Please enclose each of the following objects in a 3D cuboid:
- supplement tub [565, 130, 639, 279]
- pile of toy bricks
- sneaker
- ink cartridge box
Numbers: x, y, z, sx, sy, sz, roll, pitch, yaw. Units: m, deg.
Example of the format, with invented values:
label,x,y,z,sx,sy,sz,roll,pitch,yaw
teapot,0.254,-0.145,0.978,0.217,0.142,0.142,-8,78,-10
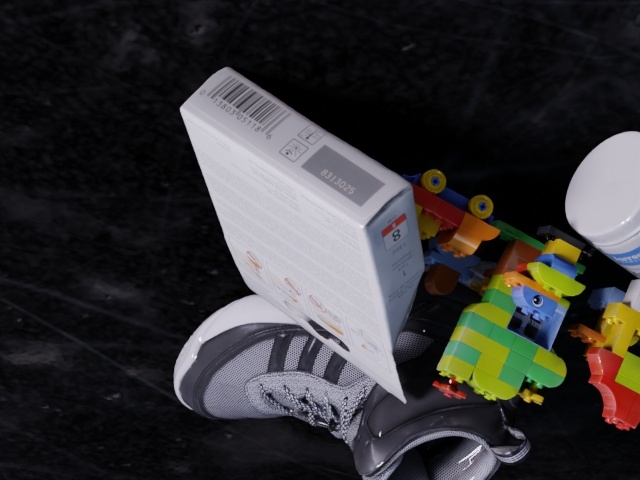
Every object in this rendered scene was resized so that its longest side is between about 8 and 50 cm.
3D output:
label,x,y,z,sx,sy,sz,roll,pitch,yaw
supplement tub,0.201,-0.008,0.879,0.107,0.071,0.071,31,136,-30
pile of toy bricks,0.105,0.048,0.886,0.212,0.105,0.118,28,169,-11
sneaker,0.015,0.108,0.984,0.268,0.153,0.101,-15,138,24
ink cartridge box,0.000,0.000,0.873,0.145,0.045,0.179,35,159,31
